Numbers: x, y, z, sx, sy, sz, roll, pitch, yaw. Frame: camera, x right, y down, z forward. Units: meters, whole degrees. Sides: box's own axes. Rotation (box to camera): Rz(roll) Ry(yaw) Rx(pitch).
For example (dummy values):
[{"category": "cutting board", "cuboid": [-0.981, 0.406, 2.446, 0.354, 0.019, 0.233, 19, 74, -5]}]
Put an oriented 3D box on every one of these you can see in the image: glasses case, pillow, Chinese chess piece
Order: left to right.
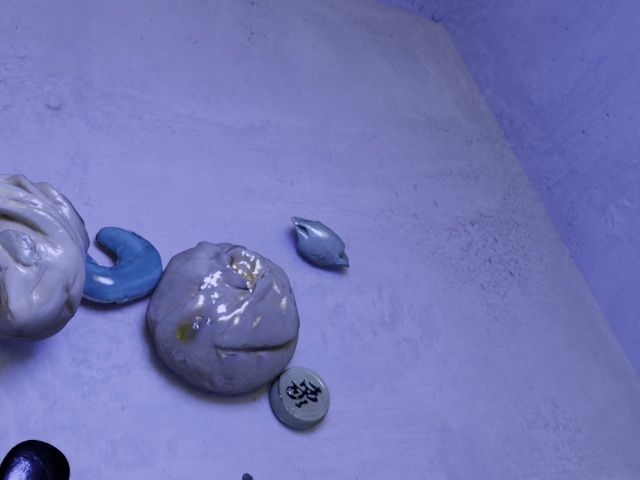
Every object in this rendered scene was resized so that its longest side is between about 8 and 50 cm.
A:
[{"category": "glasses case", "cuboid": [-0.507, 0.477, 1.019, 0.122, 0.075, 0.315, 37, 39, -26]}, {"category": "pillow", "cuboid": [-0.473, 0.051, 1.432, 0.214, 0.086, 0.233, 44, 40, 16]}, {"category": "Chinese chess piece", "cuboid": [-0.047, 0.362, 1.456, 0.144, 0.058, 0.144, 18, 45, -19]}]

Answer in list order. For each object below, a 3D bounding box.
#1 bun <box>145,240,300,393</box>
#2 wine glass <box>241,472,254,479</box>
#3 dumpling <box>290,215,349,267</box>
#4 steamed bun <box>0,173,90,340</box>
[{"category": "bun", "cuboid": [-0.202, 0.155, 1.419, 0.364, 0.219, 0.365, 15, 48, -18]}, {"category": "wine glass", "cuboid": [-0.248, 0.503, 1.190, 0.262, 0.074, 0.074, -2, 54, -33]}, {"category": "dumpling", "cuboid": [-0.008, 0.011, 1.780, 0.219, 0.152, 0.108, 43, 80, -11]}, {"category": "steamed bun", "cuboid": [-0.569, 0.005, 1.222, 0.394, 0.347, 0.237, 35, 41, 31]}]
